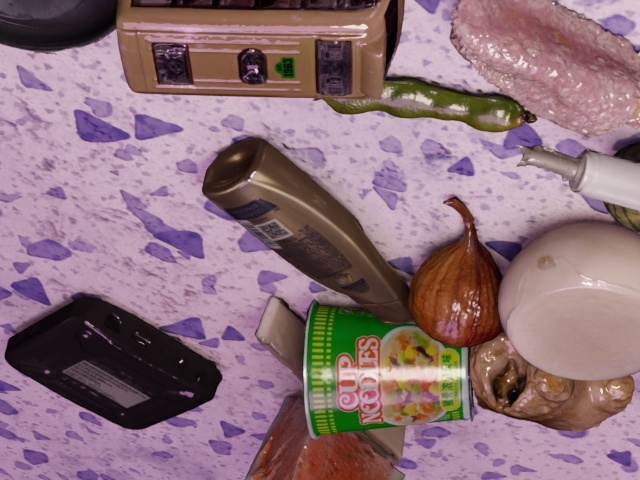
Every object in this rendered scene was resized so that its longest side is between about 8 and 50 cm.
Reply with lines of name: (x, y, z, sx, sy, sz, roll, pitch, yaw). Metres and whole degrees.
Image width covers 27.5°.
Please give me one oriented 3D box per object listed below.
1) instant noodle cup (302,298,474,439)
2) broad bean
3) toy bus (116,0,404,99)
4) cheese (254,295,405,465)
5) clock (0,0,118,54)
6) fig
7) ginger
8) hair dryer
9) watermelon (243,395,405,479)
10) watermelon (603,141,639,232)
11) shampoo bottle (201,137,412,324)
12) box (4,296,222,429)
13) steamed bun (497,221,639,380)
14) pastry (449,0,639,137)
instant noodle cup: (0.103, 0.182, 1.876, 0.233, 0.207, 0.207, -2, 143, 9)
broad bean: (0.119, -0.156, 1.488, 0.256, 0.053, 0.052, 9, 108, 6)
toy bus: (-0.058, -0.227, 1.332, 0.290, 0.157, 0.139, 2, 145, 1)
cheese: (0.025, 0.226, 2.040, 0.034, 0.085, 0.400, -10, 139, 36)
clock: (-0.338, -0.329, 1.398, 0.313, 0.061, 0.312, 10, 146, 7)
fig: (0.185, 0.032, 1.704, 0.134, 0.146, 0.201, 0, 107, -16)
ginger: (0.321, 0.195, 1.813, 0.221, 0.130, 0.276, 13, 175, 15)
hair dryer: (0.371, -0.060, 1.383, 0.357, 0.173, 0.107, 14, -176, -11)
watermelon: (-0.012, 0.359, 2.050, 0.256, 0.260, 0.176, 11, 142, 28)
watermelon: (0.383, -0.057, 1.490, 0.133, 0.105, 0.105, 19, 149, -35)
shampoo bottle: (0.000, 0.000, 1.726, 0.126, 0.084, 0.350, -17, 135, 41)
box: (-0.349, 0.213, 2.169, 0.290, 0.073, 0.289, 34, 141, -27)
steamed bun: (0.339, 0.063, 1.636, 0.232, 0.145, 0.231, 6, 139, 5)
pastry: (0.250, -0.182, 1.361, 0.265, 0.102, 0.112, 21, 153, -6)
